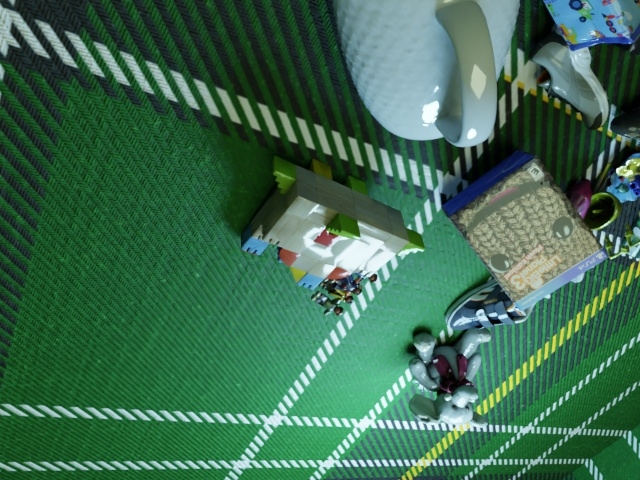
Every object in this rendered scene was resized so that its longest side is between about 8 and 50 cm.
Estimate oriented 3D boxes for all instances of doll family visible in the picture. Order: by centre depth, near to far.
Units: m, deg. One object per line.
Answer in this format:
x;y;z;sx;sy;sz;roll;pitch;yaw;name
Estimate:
0.069;0.119;1.280;0.111;0.076;0.193;36;119;-17;doll family

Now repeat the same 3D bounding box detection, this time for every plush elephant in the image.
0.423;0.474;1.590;0.272;0.255;0.329;1;129;-20;plush elephant

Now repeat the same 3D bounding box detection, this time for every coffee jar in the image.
0.977;-0.037;1.449;0.096;0.079;0.184;-9;133;-7;coffee jar

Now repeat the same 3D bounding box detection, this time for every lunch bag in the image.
0.520;-0.515;0.828;0.293;0.138;0.221;-48;115;-3;lunch bag

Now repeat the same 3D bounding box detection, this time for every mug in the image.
0.174;-0.302;0.745;0.277;0.373;0.328;-15;140;1;mug

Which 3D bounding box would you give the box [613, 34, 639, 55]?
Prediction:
0.673;-0.424;1.024;0.083;0.052;0.062;6;127;-23;box

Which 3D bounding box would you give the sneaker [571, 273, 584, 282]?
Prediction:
0.706;0.083;1.439;0.132;0.086;0.228;-20;156;5;sneaker

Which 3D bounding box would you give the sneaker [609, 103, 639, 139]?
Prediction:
0.805;-0.320;1.141;0.287;0.109;0.130;-20;124;-11;sneaker

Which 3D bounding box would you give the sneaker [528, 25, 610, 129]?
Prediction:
0.527;-0.332;1.036;0.108;0.100;0.271;-33;127;23;sneaker

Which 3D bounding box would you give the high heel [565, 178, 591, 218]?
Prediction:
0.687;-0.060;1.353;0.117;0.082;0.244;-48;145;-20;high heel

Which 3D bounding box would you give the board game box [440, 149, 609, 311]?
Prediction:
0.472;-0.026;1.157;0.232;0.141;0.291;-38;98;15;board game box

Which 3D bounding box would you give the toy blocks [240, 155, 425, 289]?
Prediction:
0.000;0.000;1.101;0.382;0.190;0.261;20;132;-28;toy blocks

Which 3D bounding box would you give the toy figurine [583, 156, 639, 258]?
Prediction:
0.855;-0.124;1.205;0.217;0.191;0.362;-19;157;-22;toy figurine

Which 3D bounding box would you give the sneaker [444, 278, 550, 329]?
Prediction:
0.532;0.198;1.476;0.321;0.127;0.126;-38;132;17;sneaker

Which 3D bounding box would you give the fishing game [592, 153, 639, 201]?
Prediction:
0.868;-0.171;1.323;0.264;0.041;0.189;-5;134;-15;fishing game
